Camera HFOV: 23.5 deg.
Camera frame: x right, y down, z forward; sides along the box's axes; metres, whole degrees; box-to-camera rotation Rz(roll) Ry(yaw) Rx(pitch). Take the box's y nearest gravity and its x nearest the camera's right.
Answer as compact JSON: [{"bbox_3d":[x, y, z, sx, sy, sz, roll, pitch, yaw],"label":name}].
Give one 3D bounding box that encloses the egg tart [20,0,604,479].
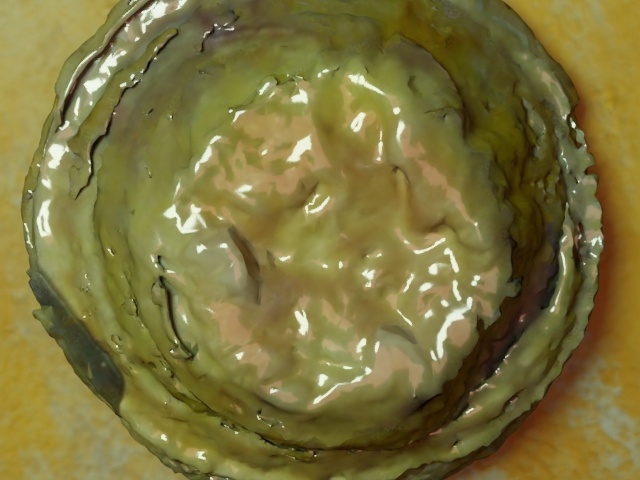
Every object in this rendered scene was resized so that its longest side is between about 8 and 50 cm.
[{"bbox_3d":[0.000,0.000,0.866,0.352,0.150,0.352,-1,99,-5],"label":"egg tart"}]
